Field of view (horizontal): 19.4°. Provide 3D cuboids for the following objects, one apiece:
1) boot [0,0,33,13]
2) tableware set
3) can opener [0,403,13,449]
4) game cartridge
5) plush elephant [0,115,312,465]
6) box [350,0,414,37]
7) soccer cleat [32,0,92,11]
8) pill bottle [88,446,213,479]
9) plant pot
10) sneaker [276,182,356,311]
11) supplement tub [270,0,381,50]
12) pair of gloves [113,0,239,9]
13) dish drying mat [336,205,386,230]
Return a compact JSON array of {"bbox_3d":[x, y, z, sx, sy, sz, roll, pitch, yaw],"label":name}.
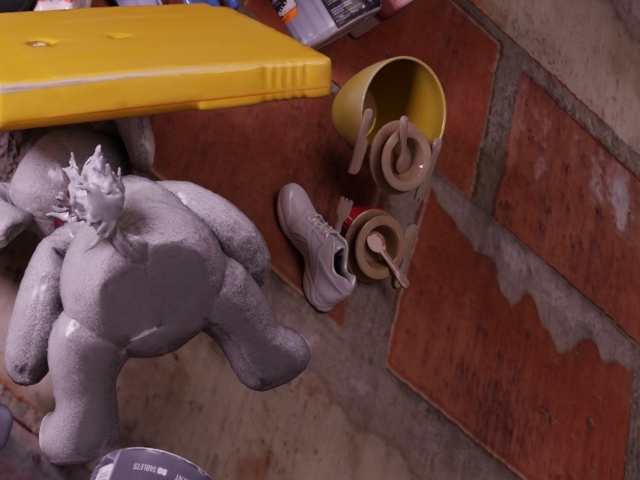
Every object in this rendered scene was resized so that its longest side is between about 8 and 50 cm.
[{"bbox_3d":[-0.351,-0.379,1.940,0.263,0.091,0.229,47,41,-12],"label":"boot"},{"bbox_3d":[0.084,-0.044,2.167,0.128,0.039,0.194,19,85,-39],"label":"tableware set"},{"bbox_3d":[-0.399,0.155,1.585,0.283,0.076,0.095,19,86,-40],"label":"can opener"},{"bbox_3d":[-0.192,-0.171,1.781,0.323,0.285,0.053,-6,110,-24],"label":"game cartridge"},{"bbox_3d":[-0.203,0.003,1.761,0.255,0.272,0.330,52,-16,52],"label":"plush elephant"},{"bbox_3d":[0.108,-0.379,2.321,0.148,0.232,0.127,55,39,-5],"label":"box"},{"bbox_3d":[-0.269,-0.262,1.985,0.068,0.076,0.196,6,35,2],"label":"soccer cleat"},{"bbox_3d":[-0.176,0.315,1.658,0.130,0.130,0.246,40,43,-23],"label":"pill bottle"},{"bbox_3d":[0.069,-0.152,2.230,0.134,0.095,0.134,-5,97,-39],"label":"plant pot"},{"bbox_3d":[0.000,0.000,2.104,0.053,0.061,0.152,-8,72,-47],"label":"sneaker"},{"bbox_3d":[-0.020,-0.331,2.247,0.117,0.117,0.190,-31,90,-51],"label":"supplement tub"},{"bbox_3d":[-0.173,-0.284,2.128,0.198,0.023,0.159,-15,80,-50],"label":"pair of gloves"},{"bbox_3d":[0.052,-0.026,2.217,0.083,0.008,0.032,1,65,-47],"label":"dish drying mat"}]
